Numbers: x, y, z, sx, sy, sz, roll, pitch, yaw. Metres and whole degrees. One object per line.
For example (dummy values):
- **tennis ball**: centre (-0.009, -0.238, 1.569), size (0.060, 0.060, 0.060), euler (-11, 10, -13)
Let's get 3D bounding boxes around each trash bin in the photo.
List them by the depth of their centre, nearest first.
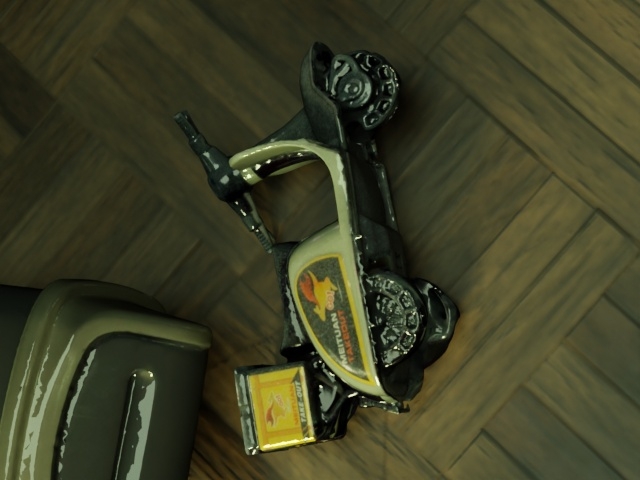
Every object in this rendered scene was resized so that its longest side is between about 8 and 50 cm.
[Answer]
- **trash bin**: centre (-0.218, 0.122, 1.226), size (0.290, 0.182, 0.209), euler (8, 87, 26)

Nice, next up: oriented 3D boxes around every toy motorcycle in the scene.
- **toy motorcycle**: centre (0.000, 0.000, 1.209), size (0.157, 0.091, 0.263), euler (-14, 81, 22)
